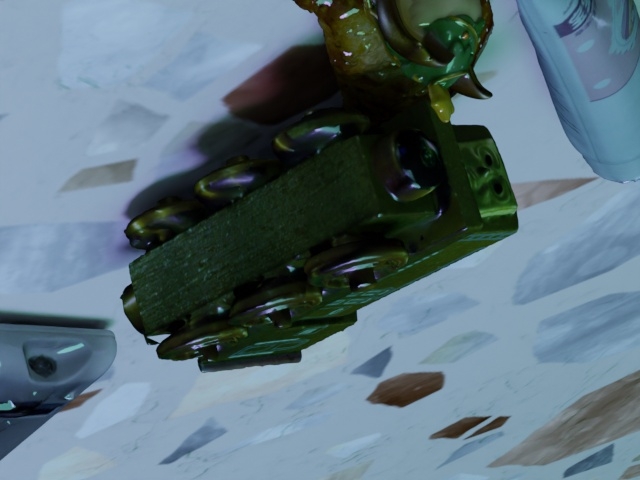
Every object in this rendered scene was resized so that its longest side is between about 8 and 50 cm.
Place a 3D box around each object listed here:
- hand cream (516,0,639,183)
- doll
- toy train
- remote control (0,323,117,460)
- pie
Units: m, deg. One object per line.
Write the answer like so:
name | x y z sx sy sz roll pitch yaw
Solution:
hand cream | 0.124 -0.101 0.949 0.058 0.085 0.331 9 166 20
doll | 0.034 -0.106 0.808 0.077 0.113 0.078 7 172 28
toy train | 0.000 0.000 0.990 0.137 0.090 0.225 -2 162 -44
remote control | -0.248 0.146 1.149 0.313 0.055 0.109 -38 153 30
pie | 0.039 -0.098 0.917 0.088 0.033 0.191 -27 157 0
